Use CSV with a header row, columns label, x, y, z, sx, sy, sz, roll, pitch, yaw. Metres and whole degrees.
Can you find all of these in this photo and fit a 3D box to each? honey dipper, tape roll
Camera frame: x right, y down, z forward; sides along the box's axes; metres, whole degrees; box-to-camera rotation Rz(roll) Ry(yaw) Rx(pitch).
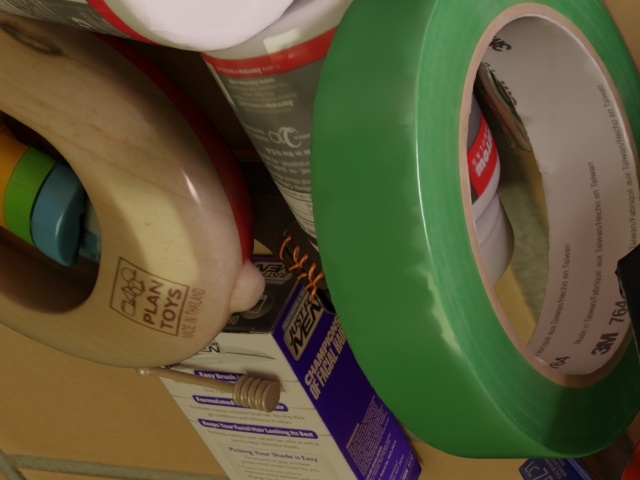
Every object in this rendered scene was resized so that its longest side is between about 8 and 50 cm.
label,x,y,z,sx,sy,sz,roll,pitch,yaw
honey dipper,-0.114,0.136,1.155,0.160,0.030,0.030,9,139,28
tape roll,0.122,-0.025,0.753,0.077,0.321,0.321,-9,129,39

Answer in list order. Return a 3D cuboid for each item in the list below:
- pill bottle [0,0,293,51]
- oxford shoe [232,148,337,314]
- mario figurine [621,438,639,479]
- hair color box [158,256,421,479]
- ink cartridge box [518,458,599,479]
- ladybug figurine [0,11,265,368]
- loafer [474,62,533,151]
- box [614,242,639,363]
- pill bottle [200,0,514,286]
label,x,y,z,sx,sy,sz,roll,pitch,yaw
pill bottle,-0.164,-0.230,0.779,0.318,0.176,0.176,19,146,42
oxford shoe,0.000,0.000,1.039,0.271,0.098,0.097,20,143,11
mario figurine,0.337,0.163,0.950,0.170,0.198,0.320,20,139,-10
hair color box,-0.041,0.168,1.255,0.185,0.110,0.339,1,136,32
ink cartridge box,0.302,0.309,1.154,0.311,0.065,0.186,48,-177,-21
ladybug figurine,-0.227,-0.066,1.012,0.449,0.162,0.305,31,129,15
loafer,0.132,-0.111,0.878,0.039,0.045,0.125,-2,136,43
box,0.365,0.017,0.559,0.212,0.293,0.395,39,116,-13
pill bottle,0.036,-0.082,0.872,0.161,0.161,0.283,-2,133,34
